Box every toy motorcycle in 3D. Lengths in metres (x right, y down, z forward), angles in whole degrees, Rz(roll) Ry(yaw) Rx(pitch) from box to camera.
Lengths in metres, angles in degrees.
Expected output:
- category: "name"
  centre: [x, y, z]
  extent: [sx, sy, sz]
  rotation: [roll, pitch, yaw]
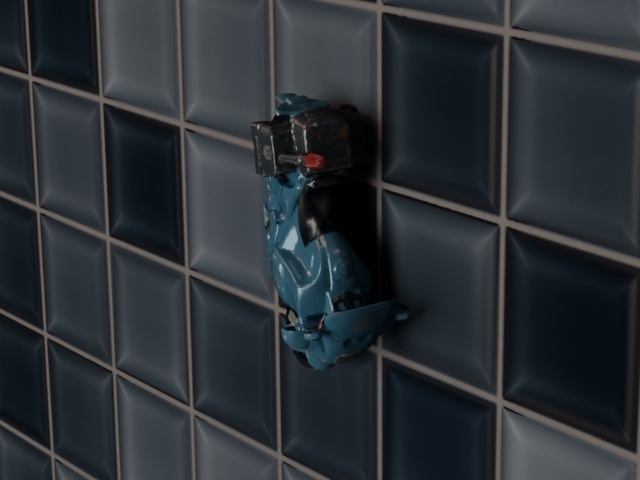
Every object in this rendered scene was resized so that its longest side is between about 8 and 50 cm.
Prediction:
- category: "toy motorcycle"
  centre: [0.000, 0.000, 1.652]
  extent: [0.182, 0.124, 0.272]
  rotation: [15, 114, 62]
